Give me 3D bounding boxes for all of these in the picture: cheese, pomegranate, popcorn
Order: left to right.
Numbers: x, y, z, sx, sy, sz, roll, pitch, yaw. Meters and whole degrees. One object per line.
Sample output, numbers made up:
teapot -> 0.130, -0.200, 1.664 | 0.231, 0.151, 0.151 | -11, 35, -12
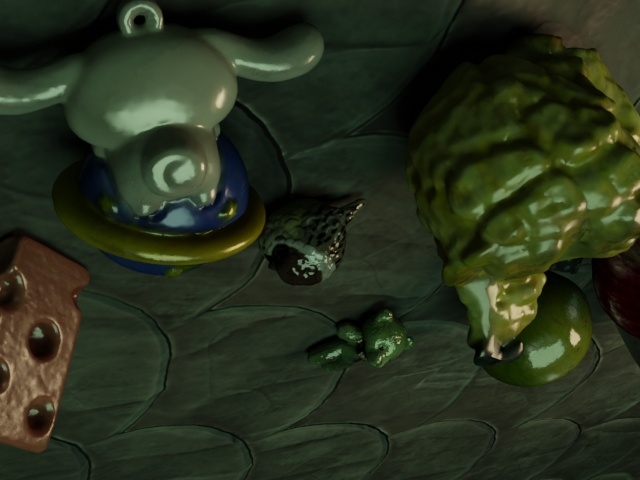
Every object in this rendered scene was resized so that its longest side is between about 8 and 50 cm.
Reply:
cheese -> -0.368, 0.107, 0.886 | 0.177, 0.202, 0.128 | -2, 159, 26
pomegranate -> 0.290, 0.116, 1.201 | 0.179, 0.179, 0.210 | -37, 142, 20
popcorn -> 0.221, -0.063, 0.868 | 0.293, 0.237, 0.293 | -13, 140, -11

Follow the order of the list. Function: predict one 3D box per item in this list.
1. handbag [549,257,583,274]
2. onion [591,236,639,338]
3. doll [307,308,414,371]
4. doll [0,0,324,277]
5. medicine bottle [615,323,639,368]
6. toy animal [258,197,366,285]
handbag -> 0.337, -0.032, 1.136 | 0.115, 0.072, 0.139 | 14, 118, -43
onion -> 0.524, 0.017, 1.126 | 0.314, 0.232, 0.313 | -14, 128, -19
doll -> 0.059, 0.161, 1.232 | 0.150, 0.077, 0.115 | -24, 137, 22
doll -> -0.162, -0.071, 0.709 | 0.311, 0.159, 0.242 | 4, 139, -28
medicine bottle -> 0.658, 0.090, 1.344 | 0.340, 0.208, 0.208 | -26, 146, 5
toy animal -> 0.000, 0.000, 0.953 | 0.137, 0.098, 0.098 | -16, 145, -10
